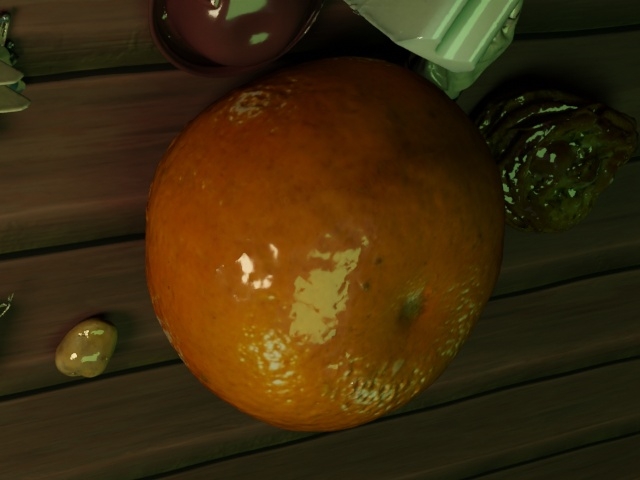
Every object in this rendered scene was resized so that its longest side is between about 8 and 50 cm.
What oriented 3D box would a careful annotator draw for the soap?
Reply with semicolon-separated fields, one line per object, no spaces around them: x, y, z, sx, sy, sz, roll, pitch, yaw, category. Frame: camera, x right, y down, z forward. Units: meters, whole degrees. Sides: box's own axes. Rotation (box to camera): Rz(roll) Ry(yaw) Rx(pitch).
0.149;-0.324;1.455;0.095;0.173;0.289;18;111;-47;soap

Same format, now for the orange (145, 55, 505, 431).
0.000;0.000;1.618;0.424;0.326;0.424;-28;135;-33;orange

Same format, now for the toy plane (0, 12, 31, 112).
-0.381;-0.111;1.371;0.262;0.088;0.192;-34;146;-26;toy plane

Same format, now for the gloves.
0.167;-0.247;1.647;0.127;0.111;0.212;-1;141;-32;gloves

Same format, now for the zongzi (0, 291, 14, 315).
-0.386;0.114;1.701;0.154;0.062;0.130;-56;163;5;zongzi

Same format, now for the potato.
-0.280;0.130;1.785;0.083;0.062;0.068;-64;155;6;potato

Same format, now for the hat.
-0.074;-0.235;1.479;0.205;0.089;0.205;-21;143;-17;hat

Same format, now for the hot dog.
0.306;-0.104;1.915;0.272;0.122;0.196;15;117;-45;hot dog
